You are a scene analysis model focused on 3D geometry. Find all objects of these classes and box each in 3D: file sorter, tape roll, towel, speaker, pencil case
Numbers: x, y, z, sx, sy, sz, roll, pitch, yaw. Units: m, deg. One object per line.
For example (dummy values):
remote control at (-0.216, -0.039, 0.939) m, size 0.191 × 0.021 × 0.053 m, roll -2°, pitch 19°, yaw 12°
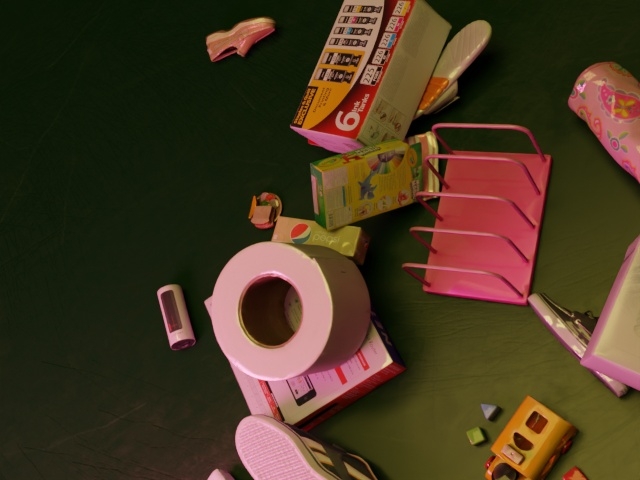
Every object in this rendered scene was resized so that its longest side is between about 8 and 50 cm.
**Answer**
file sorter at (0.284, -0.054, 1.604) m, size 0.202 × 0.182 × 0.290 m, roll 6°, pitch 75°, yaw 28°
tape roll at (-0.051, 0.125, 1.588) m, size 0.246 × 0.169 × 0.246 m, roll -2°, pitch 86°, yaw 26°
towel at (0.147, -0.137, 1.782) m, size 0.197 × 0.029 × 0.144 m, roll -12°, pitch 68°, yaw 27°
speaker at (-0.312, 0.166, 1.895) m, size 0.055 × 0.055 × 0.136 m, roll -27°, pitch 63°, yaw 16°
pencil case at (0.559, -0.192, 1.559) m, size 0.124 × 0.124 × 0.284 m, roll -37°, pitch 60°, yaw 10°

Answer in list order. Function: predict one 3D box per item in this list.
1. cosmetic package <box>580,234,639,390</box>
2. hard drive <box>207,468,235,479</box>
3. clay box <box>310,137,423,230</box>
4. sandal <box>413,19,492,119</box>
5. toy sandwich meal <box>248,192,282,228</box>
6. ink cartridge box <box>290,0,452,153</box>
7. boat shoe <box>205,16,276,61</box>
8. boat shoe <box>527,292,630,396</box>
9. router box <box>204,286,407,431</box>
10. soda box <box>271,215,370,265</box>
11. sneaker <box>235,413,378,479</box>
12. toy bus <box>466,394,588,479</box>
cosmetic package at (0.566, 0.136, 1.386) m, size 0.224 × 0.138 × 0.224 m, roll 23°, pitch 81°, yaw 13°
hard drive at (-0.171, 0.600, 1.592) m, size 0.233 × 0.047 × 0.353 m, roll -58°, pitch 32°, yaw -2°
clay box at (0.092, -0.112, 1.671) m, size 0.222 × 0.127 × 0.053 m, roll -18°, pitch 31°, yaw -24°
sandal at (0.258, -0.323, 1.764) m, size 0.265 × 0.076 × 0.102 m, roll -42°, pitch 43°, yaw 24°
toy sandwich meal at (-0.122, -0.067, 1.897) m, size 0.086 × 0.029 × 0.085 m, roll -9°, pitch 69°, yaw 23°
ink cartridge box at (0.078, -0.337, 1.794) m, size 0.272 × 0.130 × 0.309 m, roll 18°, pitch 83°, yaw 46°
boat shoe at (-0.182, -0.465, 2.052) m, size 0.190 × 0.068 × 0.072 m, roll -13°, pitch 79°, yaw 32°
boat shoe at (0.457, 0.162, 1.507) m, size 0.076 × 0.080 × 0.228 m, roll -42°, pitch 61°, yaw 1°
router box at (-0.038, 0.186, 1.737) m, size 0.301 × 0.082 × 0.335 m, roll -33°, pitch 61°, yaw 12°
soda box at (0.000, 0.000, 1.702) m, size 0.181 × 0.058 × 0.061 m, roll 9°, pitch 74°, yaw 27°
sneaker at (-0.010, 0.429, 1.605) m, size 0.321 × 0.127 × 0.126 m, roll 35°, pitch 108°, yaw 23°
toy bus at (0.339, 0.360, 1.478) m, size 0.191 × 0.104 × 0.202 m, roll -16°, pitch 66°, yaw 21°
